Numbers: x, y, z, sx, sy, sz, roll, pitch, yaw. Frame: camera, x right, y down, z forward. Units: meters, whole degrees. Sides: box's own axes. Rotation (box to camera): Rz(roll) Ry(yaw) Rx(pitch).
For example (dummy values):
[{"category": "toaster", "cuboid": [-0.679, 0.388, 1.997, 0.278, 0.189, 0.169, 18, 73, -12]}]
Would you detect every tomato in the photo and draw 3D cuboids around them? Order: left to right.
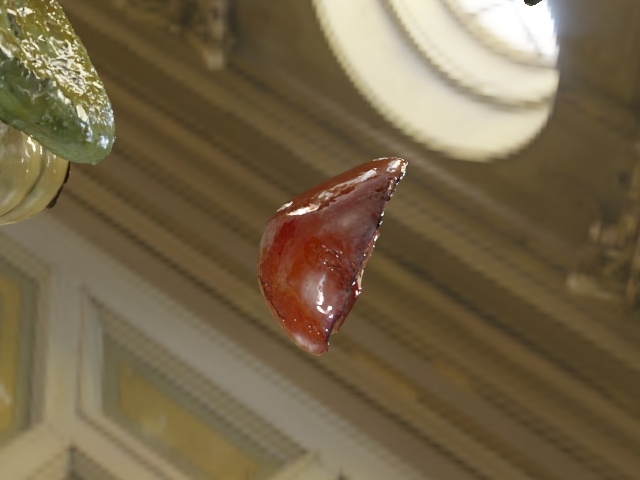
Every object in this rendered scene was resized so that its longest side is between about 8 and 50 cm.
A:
[{"category": "tomato", "cuboid": [0.000, 0.000, 1.724, 0.099, 0.173, 0.189, 22, -96, 1]}]

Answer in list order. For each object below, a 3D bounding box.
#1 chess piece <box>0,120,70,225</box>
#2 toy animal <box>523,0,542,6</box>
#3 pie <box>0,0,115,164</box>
[{"category": "chess piece", "cuboid": [-0.313, -0.062, 1.400, 0.137, 0.137, 0.301, 27, -164, 21]}, {"category": "toy animal", "cuboid": [0.218, -0.228, 1.539, 0.137, 0.269, 0.082, -1, -100, 38]}, {"category": "pie", "cuboid": [-0.230, -0.160, 1.182, 0.070, 0.323, 0.323, -40, -128, 7]}]
